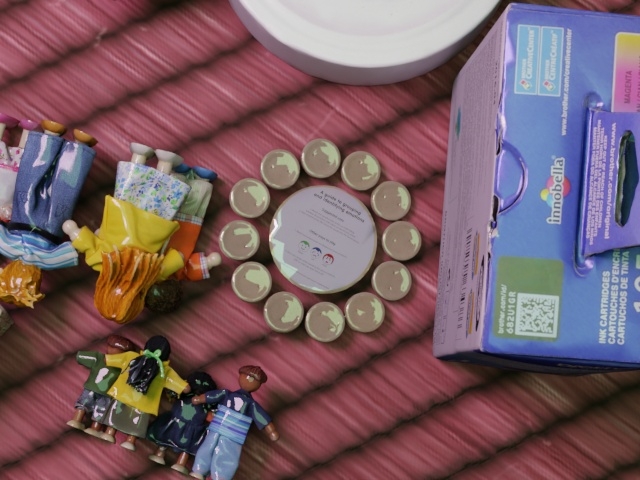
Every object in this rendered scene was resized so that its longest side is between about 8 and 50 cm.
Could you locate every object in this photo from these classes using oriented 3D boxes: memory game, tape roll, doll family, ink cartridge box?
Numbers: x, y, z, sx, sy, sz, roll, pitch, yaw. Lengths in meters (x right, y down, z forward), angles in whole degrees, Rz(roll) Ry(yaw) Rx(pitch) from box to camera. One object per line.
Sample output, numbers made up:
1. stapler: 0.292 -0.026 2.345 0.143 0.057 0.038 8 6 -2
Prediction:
1. memory game: 0.000 0.000 1.663 0.186 0.012 0.186 1 83 -9
2. tape roll: 0.043 -0.286 1.660 0.286 0.100 0.286 0 84 -1
3. doll family: -0.216 -0.013 1.619 0.263 0.118 0.163 15 85 0
4. ink cartridge box: 0.189 -0.029 1.489 0.151 0.395 0.270 5 85 -1
5. doll family: -0.129 0.141 1.633 0.193 0.076 0.111 24 80 -4

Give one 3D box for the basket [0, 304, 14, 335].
1. basket: -0.358 0.049 1.616 0.103 0.113 0.167 -44 87 -8
